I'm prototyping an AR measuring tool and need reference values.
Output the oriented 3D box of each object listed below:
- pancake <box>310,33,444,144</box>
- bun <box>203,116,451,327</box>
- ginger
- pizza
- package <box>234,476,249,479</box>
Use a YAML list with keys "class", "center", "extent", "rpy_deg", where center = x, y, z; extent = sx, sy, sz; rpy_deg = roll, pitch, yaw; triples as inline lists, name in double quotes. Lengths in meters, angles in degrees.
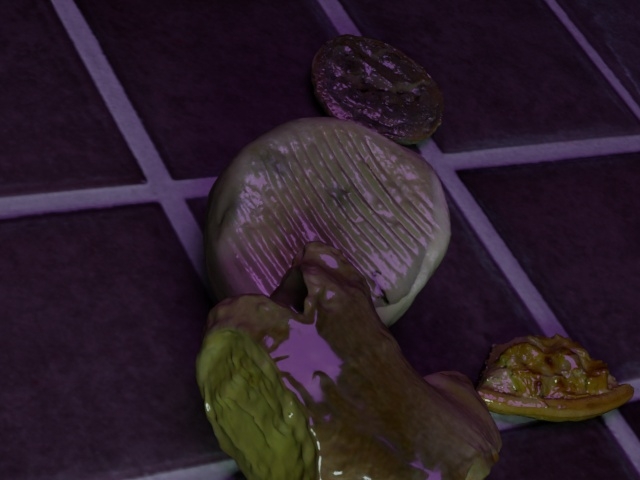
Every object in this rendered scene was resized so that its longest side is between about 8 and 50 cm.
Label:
- class: "pancake"
  center: [0.058, -0.154, 1.751]
  extent: [0.158, 0.028, 0.158]
  rpy_deg: [15, 43, -15]
- class: "bun"
  center: [0.000, 0.000, 1.490]
  extent: [0.210, 0.116, 0.237]
  rpy_deg: [43, 58, 16]
- class: "ginger"
  center: [0.033, 0.130, 1.338]
  extent: [0.221, 0.130, 0.276]
  rpy_deg: [-12, 73, -30]
- class: "pizza"
  center: [0.202, 0.120, 1.522]
  extent: [0.160, 0.036, 0.099]
  rpy_deg: [3, 45, -24]
- class: "package"
  center: [-0.032, 0.277, 1.239]
  extent: [0.239, 0.030, 0.154]
  rpy_deg: [43, 34, 26]
